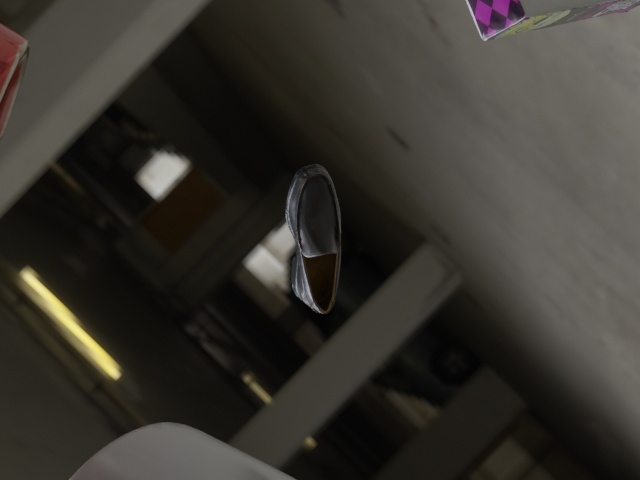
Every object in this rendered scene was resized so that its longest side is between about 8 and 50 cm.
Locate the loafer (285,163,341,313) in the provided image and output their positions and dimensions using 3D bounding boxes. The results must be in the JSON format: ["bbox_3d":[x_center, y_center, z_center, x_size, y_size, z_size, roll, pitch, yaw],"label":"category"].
[{"bbox_3d":[0.000,0.000,1.725,0.061,0.062,0.170,-127,28,-57],"label":"loafer"}]

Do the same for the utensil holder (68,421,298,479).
[{"bbox_3d":[-0.057,0.385,1.502,0.385,0.328,0.327,25,170,33],"label":"utensil holder"}]

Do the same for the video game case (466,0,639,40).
[{"bbox_3d":[0.127,-0.253,1.036,0.210,0.042,0.232,-18,-94,-53],"label":"video game case"}]

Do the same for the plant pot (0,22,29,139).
[{"bbox_3d":[-0.406,-0.131,1.408,0.243,0.275,0.275,20,-175,-8],"label":"plant pot"}]
